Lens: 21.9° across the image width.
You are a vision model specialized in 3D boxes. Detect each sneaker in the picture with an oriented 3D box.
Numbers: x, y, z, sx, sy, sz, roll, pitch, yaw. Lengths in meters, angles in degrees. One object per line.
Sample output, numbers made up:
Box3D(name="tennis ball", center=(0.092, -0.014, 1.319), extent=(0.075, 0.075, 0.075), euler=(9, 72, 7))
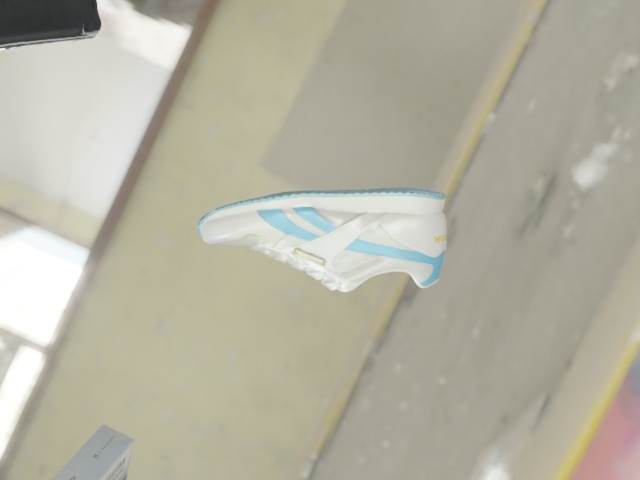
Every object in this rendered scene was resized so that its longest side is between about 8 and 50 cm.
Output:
Box3D(name="sneaker", center=(0.000, 0.000, 1.502), extent=(0.087, 0.228, 0.092), euler=(-28, -63, -78))

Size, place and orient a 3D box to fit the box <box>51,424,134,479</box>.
Box3D(name="box", center=(-0.230, 0.278, 1.495), extent=(0.145, 0.038, 0.186), euler=(-49, -22, -49))

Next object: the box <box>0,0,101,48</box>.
Box3D(name="box", center=(-0.467, -0.263, 1.609), extent=(0.293, 0.395, 0.212), euler=(-26, -71, -67))
